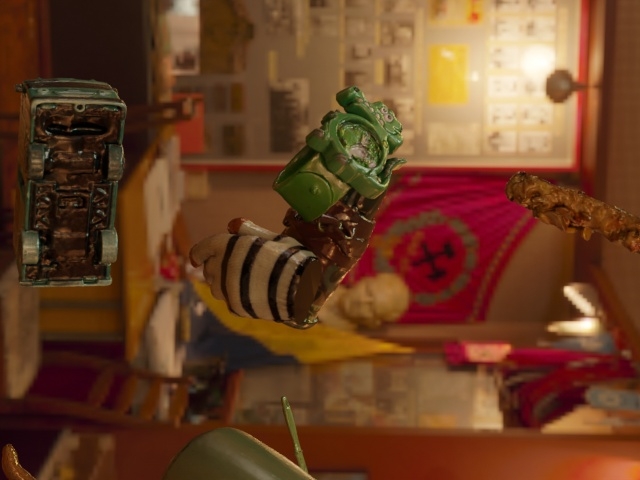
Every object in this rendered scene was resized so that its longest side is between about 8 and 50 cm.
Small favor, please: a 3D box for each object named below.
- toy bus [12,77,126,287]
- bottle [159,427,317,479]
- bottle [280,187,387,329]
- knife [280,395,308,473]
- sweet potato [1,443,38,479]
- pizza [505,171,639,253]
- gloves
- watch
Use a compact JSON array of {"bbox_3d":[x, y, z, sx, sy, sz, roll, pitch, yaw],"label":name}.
[{"bbox_3d":[-0.322,-0.080,1.592,0.147,0.128,0.256,-124,-141,-56],"label":"toy bus"},{"bbox_3d":[-0.035,0.360,1.504,0.168,0.347,0.168,-22,123,-39],"label":"bottle"},{"bbox_3d":[0.000,0.000,1.967,0.271,0.143,0.156,-56,-150,12],"label":"bottle"},{"bbox_3d":[-0.040,0.359,2.183,0.030,0.014,0.207,-76,153,-65],"label":"knife"},{"bbox_3d":[-0.326,0.319,1.504,0.179,0.044,0.044,59,11,-15],"label":"sweet potato"},{"bbox_3d":[0.447,-0.042,2.150,0.251,0.287,0.074,-32,144,-82],"label":"pizza"},{"bbox_3d":[-0.111,0.047,1.852,0.131,0.218,0.140,-15,116,-64],"label":"gloves"},{"bbox_3d":[0.022,-0.102,1.693,0.152,0.131,0.165,-36,-164,44],"label":"watch"}]
